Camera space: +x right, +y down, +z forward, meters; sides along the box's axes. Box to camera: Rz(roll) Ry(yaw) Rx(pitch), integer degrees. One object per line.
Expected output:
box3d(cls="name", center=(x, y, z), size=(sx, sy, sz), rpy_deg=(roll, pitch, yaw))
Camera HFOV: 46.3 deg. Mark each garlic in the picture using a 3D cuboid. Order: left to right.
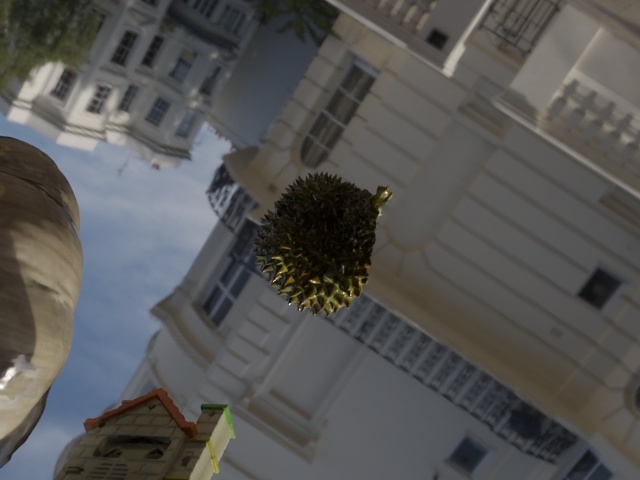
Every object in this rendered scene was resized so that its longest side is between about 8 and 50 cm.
box3d(cls="garlic", center=(-0.337, 0.050, 0.643), size=(0.322, 0.322, 0.241), rpy_deg=(37, 175, 16))

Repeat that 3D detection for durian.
box3d(cls="durian", center=(0.000, 0.000, 0.768), size=(0.102, 0.208, 0.147), rpy_deg=(2, -114, -40))

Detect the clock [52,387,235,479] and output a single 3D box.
box3d(cls="clock", center=(-0.257, 0.326, 1.048), size=(0.219, 0.106, 0.255), rpy_deg=(-2, -154, 17))
